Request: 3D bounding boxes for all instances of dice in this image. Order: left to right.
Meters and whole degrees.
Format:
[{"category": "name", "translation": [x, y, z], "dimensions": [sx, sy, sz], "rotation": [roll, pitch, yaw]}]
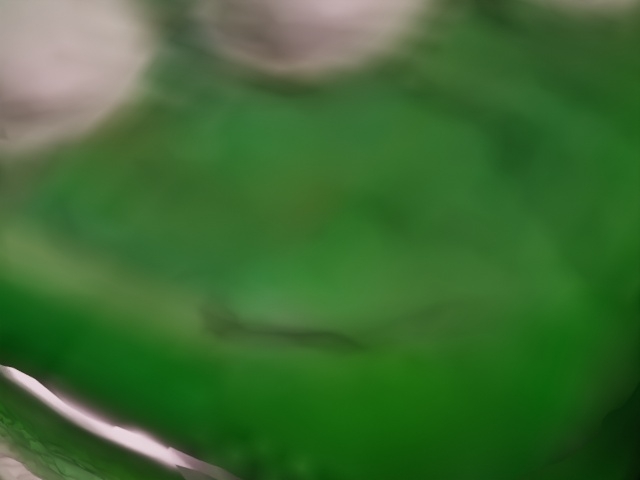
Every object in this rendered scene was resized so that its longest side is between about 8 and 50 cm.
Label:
[{"category": "dice", "translation": [0.000, 0.000, 0.541], "dimensions": [0.297, 0.300, 0.287], "rotation": [26, 153, 17]}]
